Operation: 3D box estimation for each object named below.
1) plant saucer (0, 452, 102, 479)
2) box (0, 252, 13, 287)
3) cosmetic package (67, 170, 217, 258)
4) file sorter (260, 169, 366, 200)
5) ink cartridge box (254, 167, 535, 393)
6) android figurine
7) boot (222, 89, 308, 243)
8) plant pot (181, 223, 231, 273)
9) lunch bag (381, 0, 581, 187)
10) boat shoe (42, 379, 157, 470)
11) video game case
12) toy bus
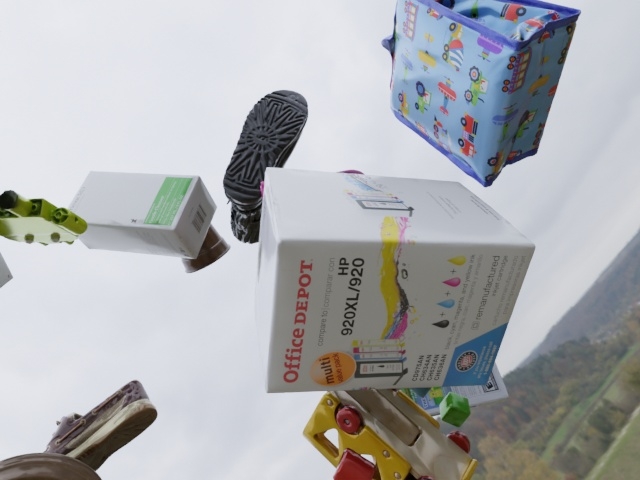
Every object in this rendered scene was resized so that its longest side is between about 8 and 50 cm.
[{"bbox_3d":[-0.556,0.538,0.907,0.277,0.041,0.278,-5,-75,-19],"label":"plant saucer"},{"bbox_3d":[-0.923,0.097,1.219,0.130,0.170,0.091,-78,-17,-59],"label":"box"},{"bbox_3d":[-0.510,-0.075,1.353,0.155,0.365,0.197,73,-155,-55],"label":"cosmetic package"},{"bbox_3d":[0.000,0.000,0.886,0.182,0.202,0.290,-11,-3,-5],"label":"file sorter"},{"bbox_3d":[0.053,0.037,0.496,0.232,0.168,0.171,2,-63,-12],"label":"ink cartridge box"},{"bbox_3d":[-0.660,-0.039,1.067,0.248,0.056,0.273,-2,-18,-2],"label":"android figurine"},{"bbox_3d":[-0.140,-0.181,1.199,0.260,0.131,0.348,96,-161,-69],"label":"boot"},{"bbox_3d":[-0.398,-0.009,1.506,0.167,0.167,0.165,-35,-70,-20],"label":"plant pot"},{"bbox_3d":[0.198,-0.260,0.732,0.138,0.293,0.221,-31,-39,-23],"label":"lunch bag"},{"bbox_3d":[-0.540,0.446,1.075,0.342,0.123,0.123,-37,-32,-6],"label":"boat shoe"},{"bbox_3d":[0.286,0.287,1.249,0.300,0.329,0.036,-11,-34,-2],"label":"video game case"},{"bbox_3d":[0.078,0.236,0.519,0.191,0.202,0.104,16,-62,-17],"label":"toy bus"}]
